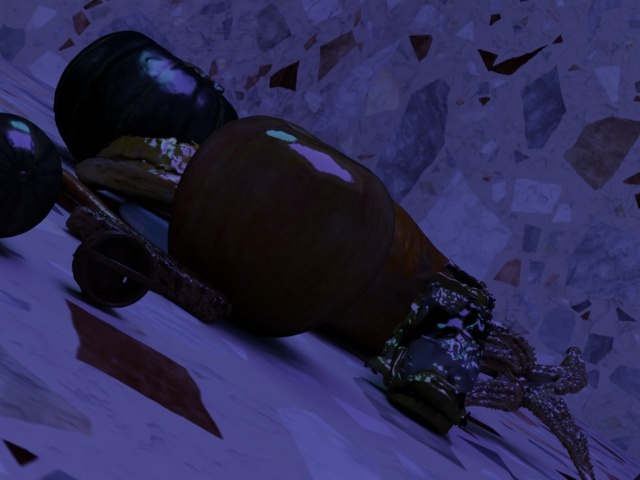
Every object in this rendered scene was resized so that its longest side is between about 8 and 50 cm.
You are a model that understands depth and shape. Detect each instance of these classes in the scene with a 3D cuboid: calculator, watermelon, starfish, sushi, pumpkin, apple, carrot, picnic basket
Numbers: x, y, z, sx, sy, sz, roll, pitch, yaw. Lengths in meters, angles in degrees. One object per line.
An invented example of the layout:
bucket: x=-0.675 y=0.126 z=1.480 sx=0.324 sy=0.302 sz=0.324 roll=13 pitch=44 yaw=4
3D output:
calculator: x=-0.154 y=0.022 z=1.583 sx=0.295 sy=0.042 sz=0.184 roll=32 pitch=2 yaw=33
watermelon: x=-0.259 y=-0.054 z=0.971 sx=0.105 sy=0.105 sz=0.133 roll=31 pitch=-15 yaw=-29
starfish: x=0.275 y=0.214 z=1.754 sx=0.293 sy=0.084 sz=0.301 roll=29 pitch=45 yaw=-19
sushi: x=0.153 y=0.133 z=1.577 sx=0.139 sy=0.131 sz=0.291 roll=30 pitch=40 yaw=-4
pumpkin: x=-0.286 y=-0.198 z=1.966 sx=0.323 sy=0.241 sz=0.323 roll=34 pitch=4 yaw=-3
apple: x=-0.051 y=-0.013 z=1.360 sx=0.257 sy=0.234 sz=0.257 roll=34 pitch=4 yaw=-3
carrot: x=0.074 y=0.055 z=1.812 sx=0.224 sy=0.224 sz=0.341 roll=35 pitch=-4 yaw=47
picnic basket: x=-0.167 y=0.027 z=0.990 sx=0.072 sy=0.072 sz=0.083 roll=31 pitch=-10 yaw=-33
carrot: x=-0.263 y=-0.029 z=1.399 sx=0.190 sy=0.037 sz=0.037 roll=38 pitch=5 yaw=27

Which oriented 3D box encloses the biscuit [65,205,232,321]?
biscuit: x=-0.183 y=0.024 z=1.272 sx=0.199 sy=0.034 sz=0.064 roll=32 pitch=3 yaw=9

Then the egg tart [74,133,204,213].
egg tart: x=-0.207 y=-0.094 z=1.702 sx=0.291 sy=0.107 sz=0.291 roll=14 pitch=-3 yaw=1

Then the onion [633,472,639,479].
onion: x=0.441 y=0.316 z=1.256 sx=0.207 sy=0.206 sz=0.216 roll=32 pitch=3 yaw=-11
